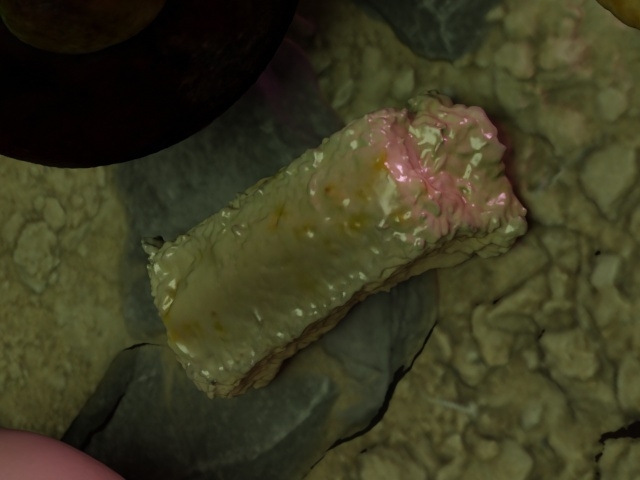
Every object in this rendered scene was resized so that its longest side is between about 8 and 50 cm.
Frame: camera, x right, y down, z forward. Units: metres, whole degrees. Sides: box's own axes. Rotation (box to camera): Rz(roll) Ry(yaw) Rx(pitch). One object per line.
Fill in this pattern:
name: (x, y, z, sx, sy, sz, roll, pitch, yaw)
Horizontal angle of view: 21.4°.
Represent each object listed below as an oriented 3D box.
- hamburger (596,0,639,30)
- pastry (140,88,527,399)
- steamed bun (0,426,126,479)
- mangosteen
hamburger: (0.268, -0.150, 0.746, 0.330, 0.162, 0.209, 38, 155, 25)
pastry: (0.002, 0.006, 1.030, 0.258, 0.089, 0.121, -27, 92, 34)
steamed bun: (-0.202, 0.301, 1.086, 0.374, 0.241, 0.375, 0, 90, 29)
mangosteen: (-0.149, -0.184, 0.976, 0.297, 0.293, 0.297, 3, 117, 6)
